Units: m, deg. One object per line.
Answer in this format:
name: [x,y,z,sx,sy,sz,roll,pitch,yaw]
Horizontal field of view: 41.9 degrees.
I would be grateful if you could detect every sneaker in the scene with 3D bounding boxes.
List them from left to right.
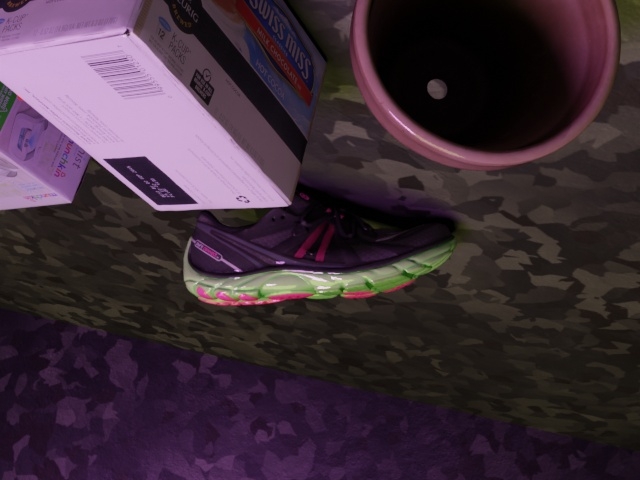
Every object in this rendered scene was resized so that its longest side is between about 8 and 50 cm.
sneaker: [0.000,0.000,1.454,0.482,0.202,0.185,-3,171,-3]

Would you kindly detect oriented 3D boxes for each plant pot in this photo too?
plant pot: [0.154,-0.193,0.906,0.263,0.263,0.229,16,175,-3]

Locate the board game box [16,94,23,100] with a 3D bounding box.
board game box: [-0.405,-0.266,1.260,0.146,0.045,0.193,13,157,4]

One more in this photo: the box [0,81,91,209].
box: [-0.587,-0.166,1.492,0.261,0.127,0.231,-3,149,32]

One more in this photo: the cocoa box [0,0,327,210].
cocoa box: [-0.180,-0.217,1.010,0.231,0.228,0.347,0,153,29]
